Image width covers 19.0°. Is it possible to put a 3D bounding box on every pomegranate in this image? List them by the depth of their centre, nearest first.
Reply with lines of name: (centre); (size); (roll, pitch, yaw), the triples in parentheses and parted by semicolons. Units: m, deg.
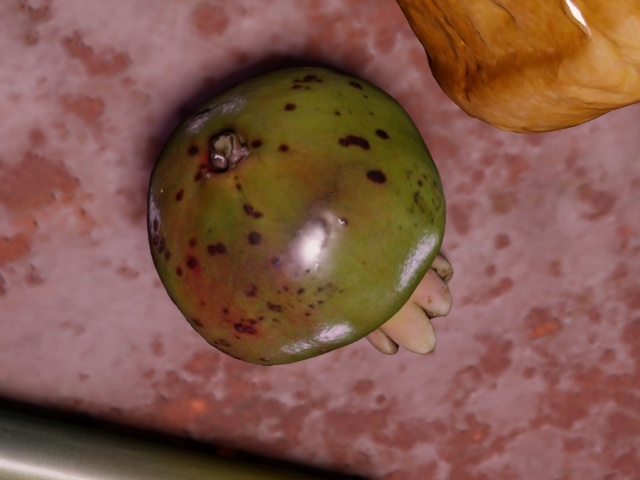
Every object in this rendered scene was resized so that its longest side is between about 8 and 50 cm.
pomegranate: (0.000, 0.000, 0.725); (0.114, 0.114, 0.142); (-38, 135, 13)

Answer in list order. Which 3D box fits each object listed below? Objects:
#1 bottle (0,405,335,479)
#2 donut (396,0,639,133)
bottle: (-0.115, 0.112, 0.773); (0.286, 0.082, 0.082); (13, 112, -9)
donut: (0.109, -0.127, 0.518); (0.226, 0.226, 0.114); (-35, 106, 12)
